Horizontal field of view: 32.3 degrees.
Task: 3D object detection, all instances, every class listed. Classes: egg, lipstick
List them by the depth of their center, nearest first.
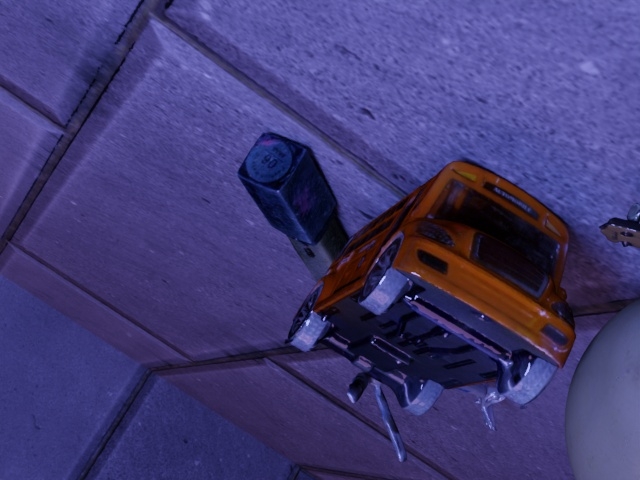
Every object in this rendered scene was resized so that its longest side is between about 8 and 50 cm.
[{"bbox_3d":[0.265,0.127,0.762,0.189,0.188,0.253,22,158,25],"label":"egg"},{"bbox_3d":[0.000,0.000,1.080,0.051,0.051,0.312,21,162,26],"label":"lipstick"}]

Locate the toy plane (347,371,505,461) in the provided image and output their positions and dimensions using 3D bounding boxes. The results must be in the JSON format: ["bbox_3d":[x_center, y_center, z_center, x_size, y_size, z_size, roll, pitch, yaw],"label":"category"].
[{"bbox_3d":[0.127,0.143,1.138,0.107,0.182,0.273,-28,127,32],"label":"toy plane"}]

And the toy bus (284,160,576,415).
[{"bbox_3d":[0.090,0.039,0.870,0.143,0.153,0.329,31,164,-6],"label":"toy bus"}]

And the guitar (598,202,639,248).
[{"bbox_3d":[0.304,0.025,0.667,0.271,0.038,0.084,21,159,21],"label":"guitar"}]
